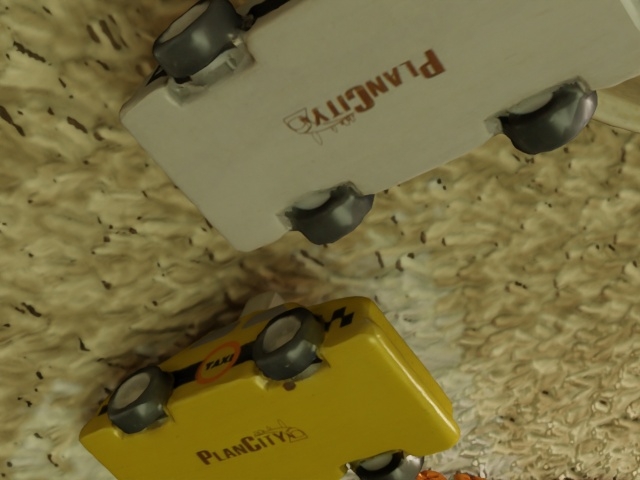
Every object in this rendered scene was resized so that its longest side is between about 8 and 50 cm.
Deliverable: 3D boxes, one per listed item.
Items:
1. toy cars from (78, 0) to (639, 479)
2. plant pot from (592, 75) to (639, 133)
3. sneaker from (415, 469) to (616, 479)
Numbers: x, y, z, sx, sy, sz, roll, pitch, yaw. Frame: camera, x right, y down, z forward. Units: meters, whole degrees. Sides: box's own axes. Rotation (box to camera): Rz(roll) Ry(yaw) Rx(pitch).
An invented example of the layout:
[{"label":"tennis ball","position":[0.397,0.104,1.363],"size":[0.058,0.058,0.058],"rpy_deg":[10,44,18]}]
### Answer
[{"label":"toy cars","position":[0.000,0.000,0.449],"size":[0.176,0.087,0.394],"rpy_deg":[17,131,-1]},{"label":"plant pot","position":[0.220,-0.180,0.308],"size":[0.333,0.305,0.334],"rpy_deg":[-3,103,-14]},{"label":"sneaker","position":[0.117,0.224,0.647],"size":[0.262,0.099,0.121],"rpy_deg":[10,116,-24]}]
